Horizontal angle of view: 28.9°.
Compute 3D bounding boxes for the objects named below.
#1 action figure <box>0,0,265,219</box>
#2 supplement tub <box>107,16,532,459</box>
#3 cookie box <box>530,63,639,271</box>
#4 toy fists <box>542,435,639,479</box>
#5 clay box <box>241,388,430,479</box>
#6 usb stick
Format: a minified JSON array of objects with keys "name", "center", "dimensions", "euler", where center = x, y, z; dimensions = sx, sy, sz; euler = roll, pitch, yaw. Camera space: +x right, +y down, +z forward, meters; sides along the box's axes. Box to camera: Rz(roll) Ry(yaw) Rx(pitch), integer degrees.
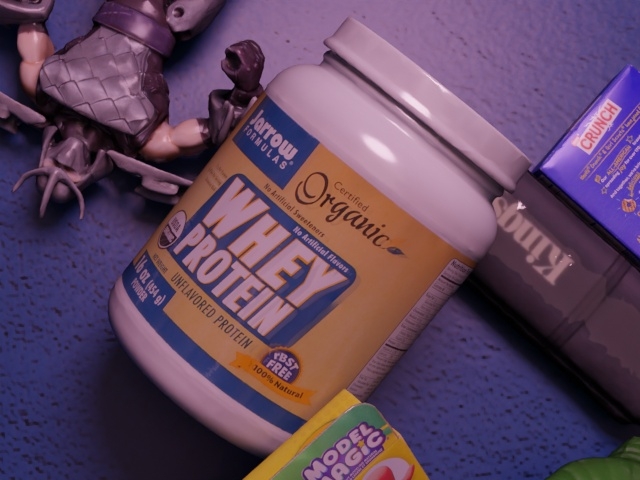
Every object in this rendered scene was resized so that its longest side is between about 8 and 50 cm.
[{"name":"action figure","center":[-0.096,-0.139,0.710],"dimensions":[0.185,0.099,0.285],"euler":[28,81,-7]},{"name":"supplement tub","center":[0.000,0.000,0.648],"dimensions":[0.144,0.144,0.200],"euler":[38,96,1]},{"name":"cookie box","center":[0.195,-0.037,0.754],"dimensions":[0.107,0.040,0.092],"euler":[42,79,1]},{"name":"toy fists","center":[0.203,0.242,0.655],"dimensions":[0.142,0.096,0.279],"euler":[-30,85,-36]},{"name":"clay box","center":[0.010,0.172,0.623],"dimensions":[0.127,0.053,0.222],"euler":[-40,129,-12]},{"name":"usb stick","center":[0.111,-0.002,0.733],"dimensions":[0.278,0.045,0.077],"euler":[42,92,2]}]
